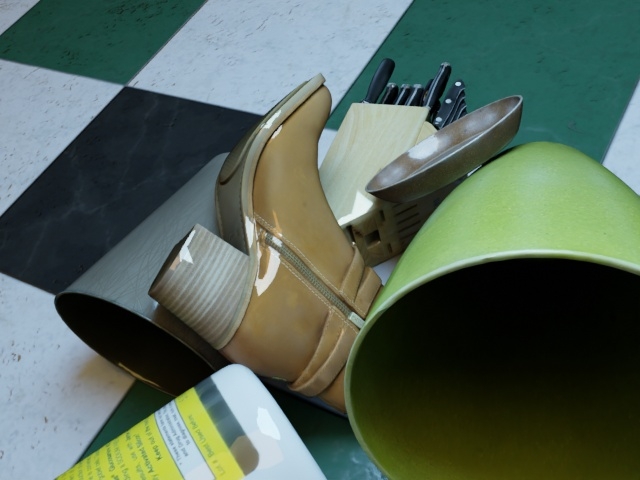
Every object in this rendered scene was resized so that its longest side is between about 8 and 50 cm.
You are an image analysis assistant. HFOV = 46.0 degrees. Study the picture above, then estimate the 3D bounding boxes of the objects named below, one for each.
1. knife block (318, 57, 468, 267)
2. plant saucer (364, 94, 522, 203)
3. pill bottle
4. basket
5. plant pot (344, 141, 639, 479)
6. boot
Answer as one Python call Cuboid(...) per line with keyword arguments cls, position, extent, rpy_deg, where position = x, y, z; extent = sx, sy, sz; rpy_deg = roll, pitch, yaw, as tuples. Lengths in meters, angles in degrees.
Cuboid(cls="knife block", position=(0.058, -0.098, 0.877), extent=(0.276, 0.088, 0.242), rpy_deg=(-26, 48, -6))
Cuboid(cls="plant saucer", position=(0.120, -0.081, 0.714), extent=(0.168, 0.029, 0.168), rpy_deg=(-31, 11, 6))
Cuboid(cls="pill bottle", position=(-0.150, 0.257, 0.568), extent=(0.334, 0.188, 0.188), rpy_deg=(-32, 49, -12))
Cuboid(cls="basket", position=(-0.124, 0.027, 0.787), extent=(0.204, 0.154, 0.227), rpy_deg=(19, 54, 19))
Cuboid(cls="plant pot", position=(0.184, 0.044, 0.630), extent=(0.275, 0.274, 0.293), rpy_deg=(0, 32, 16))
Cuboid(cls="boot", position=(0.000, 0.000, 0.705), extent=(0.109, 0.220, 0.283), rpy_deg=(-32, 28, 55))
